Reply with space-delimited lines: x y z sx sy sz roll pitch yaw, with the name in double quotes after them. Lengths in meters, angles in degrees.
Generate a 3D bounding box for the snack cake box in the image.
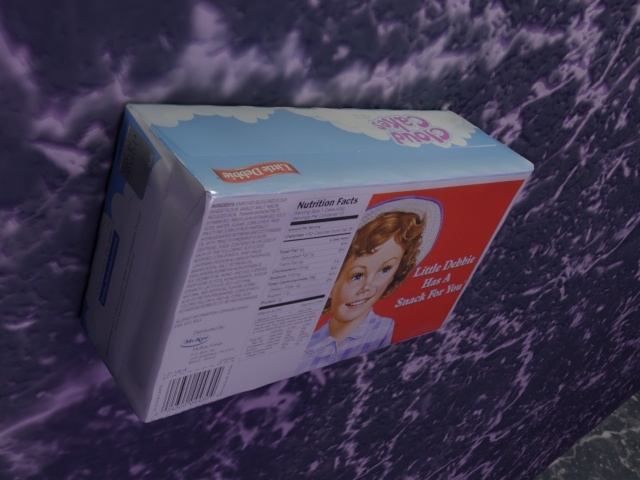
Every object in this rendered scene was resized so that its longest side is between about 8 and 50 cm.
0.000 0.000 0.446 0.264 0.089 0.152 -8 131 -42 "snack cake box"
